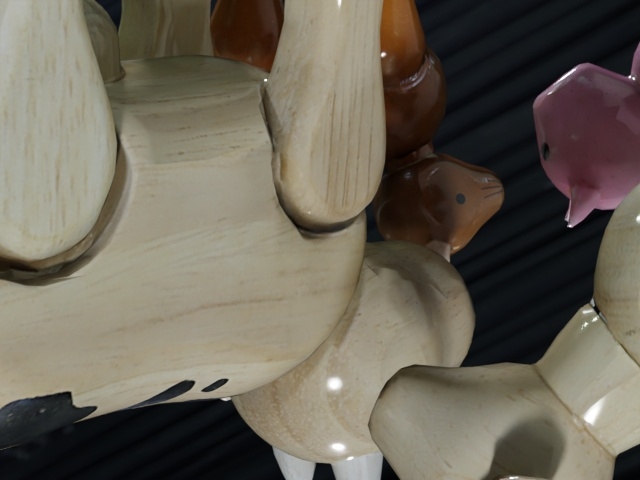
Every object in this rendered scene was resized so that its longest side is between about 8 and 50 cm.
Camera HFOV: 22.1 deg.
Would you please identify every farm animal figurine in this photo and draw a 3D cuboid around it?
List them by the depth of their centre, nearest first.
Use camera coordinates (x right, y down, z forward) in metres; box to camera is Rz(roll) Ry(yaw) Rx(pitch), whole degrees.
[{"bbox_3d":[0.000,0.000,0.429,0.330,0.327,0.172,15,103,60],"label":"farm animal figurine"}]
